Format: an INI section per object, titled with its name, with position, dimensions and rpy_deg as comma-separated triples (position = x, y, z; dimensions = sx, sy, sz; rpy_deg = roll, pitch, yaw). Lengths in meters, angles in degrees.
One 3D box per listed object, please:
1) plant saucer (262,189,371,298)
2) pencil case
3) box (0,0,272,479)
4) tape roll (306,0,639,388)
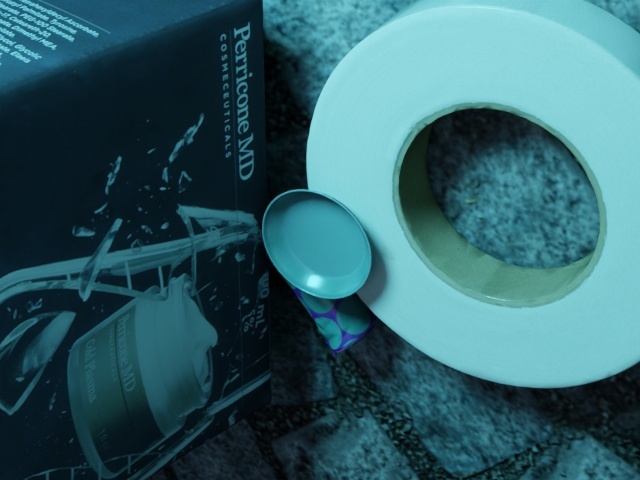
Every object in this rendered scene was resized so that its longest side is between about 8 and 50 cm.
[plant saucer]
position = 0.000, 0.000, 1.414
dimensions = 0.119, 0.021, 0.119
rpy_deg = 15, 124, 24
[pencil case]
position = -0.005, 0.043, 1.506
dimensions = 0.070, 0.064, 0.151
rpy_deg = -36, 95, 22
[box]
position = -0.310, 0.011, 1.376
dimensions = 0.297, 0.472, 0.480
rpy_deg = 25, 129, 35
[tape roll]
position = 0.170, -0.043, 1.346
dimensions = 0.392, 0.072, 0.392
rpy_deg = 15, 125, 23
